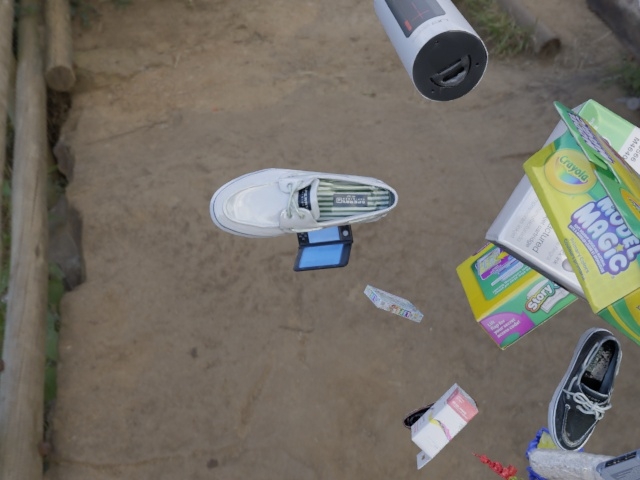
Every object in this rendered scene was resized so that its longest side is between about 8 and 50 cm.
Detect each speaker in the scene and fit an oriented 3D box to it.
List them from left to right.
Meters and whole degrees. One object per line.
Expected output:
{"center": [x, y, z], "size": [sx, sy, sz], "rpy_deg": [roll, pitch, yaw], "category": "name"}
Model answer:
{"center": [0.080, -0.160, 0.496], "size": [0.055, 0.055, 0.136], "rpy_deg": [-7, 41, -4], "category": "speaker"}

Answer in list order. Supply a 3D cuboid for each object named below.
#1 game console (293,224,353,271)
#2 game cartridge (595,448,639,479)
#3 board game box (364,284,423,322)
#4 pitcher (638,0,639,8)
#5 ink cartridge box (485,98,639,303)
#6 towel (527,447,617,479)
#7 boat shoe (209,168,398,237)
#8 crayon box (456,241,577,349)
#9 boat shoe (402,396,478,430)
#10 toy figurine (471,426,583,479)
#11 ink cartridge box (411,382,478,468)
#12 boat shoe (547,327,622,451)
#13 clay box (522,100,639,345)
{"center": [0.000, 0.000, 1.352], "size": [0.122, 0.107, 0.071], "rpy_deg": [-6, 11, 20], "category": "game console"}
{"center": [0.369, 0.270, 0.755], "size": [0.056, 0.083, 0.017], "rpy_deg": [38, 52, 2], "category": "game cartridge"}
{"center": [0.212, 0.184, 1.896], "size": [0.154, 0.026, 0.103], "rpy_deg": [22, 11, -25], "category": "board game box"}
{"center": [0.433, -0.346, 0.788], "size": [0.125, 0.207, 0.178], "rpy_deg": [-42, 58, 6], "category": "pitcher"}
{"center": [0.375, -0.011, 0.796], "size": [0.272, 0.115, 0.198], "rpy_deg": [32, 95, 4], "category": "ink cartridge box"}
{"center": [0.434, 0.348, 0.932], "size": [0.187, 0.282, 0.049], "rpy_deg": [-7, 62, 39], "category": "towel"}
{"center": [-0.018, -0.052, 0.778], "size": [0.226, 0.076, 0.083], "rpy_deg": [-8, 90, -12], "category": "boat shoe"}
{"center": [0.506, 0.047, 1.503], "size": [0.363, 0.106, 0.313], "rpy_deg": [-39, 14, 15], "category": "crayon box"}
{"center": [0.321, 0.470, 1.753], "size": [0.207, 0.073, 0.073], "rpy_deg": [-26, 62, 22], "category": "boat shoe"}
{"center": [0.567, 0.541, 1.627], "size": [0.191, 0.362, 0.217], "rpy_deg": [37, 83, -7], "category": "toy figurine"}
{"center": [0.280, 0.442, 1.557], "size": [0.067, 0.115, 0.198], "rpy_deg": [44, 94, 7], "category": "ink cartridge box"}
{"center": [0.618, 0.356, 1.504], "size": [0.113, 0.306, 0.105], "rpy_deg": [22, 7, 2], "category": "boat shoe"}
{"center": [0.207, 0.017, 0.403], "size": [0.222, 0.053, 0.127], "rpy_deg": [31, 33, -29], "category": "clay box"}
